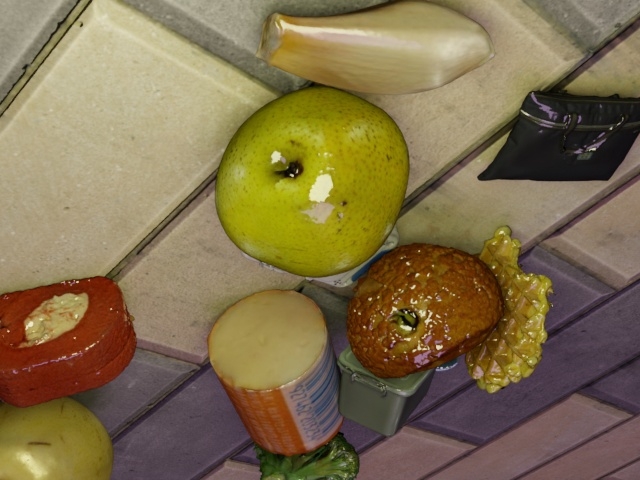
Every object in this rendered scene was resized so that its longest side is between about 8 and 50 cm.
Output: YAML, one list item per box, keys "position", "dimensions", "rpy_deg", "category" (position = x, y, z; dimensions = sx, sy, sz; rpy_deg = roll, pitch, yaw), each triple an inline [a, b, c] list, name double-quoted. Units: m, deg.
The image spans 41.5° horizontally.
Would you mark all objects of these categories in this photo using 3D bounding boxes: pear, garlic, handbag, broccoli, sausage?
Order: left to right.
- position: [-0.569, 0.448, 1.665]
  dimensions: [0.309, 0.309, 0.309]
  rpy_deg: [-9, 142, -7]
  category: "pear"
- position: [-0.074, 0.260, 1.646]
  dimensions: [0.233, 0.233, 0.287]
  rpy_deg: [-15, 141, 2]
  category: "sausage"
- position: [-0.050, 0.517, 1.944]
  dimensions: [0.269, 0.254, 0.269]
  rpy_deg: [-14, -173, 2]
  category: "broccoli"
- position: [-0.011, -0.083, 1.211]
  dimensions: [0.294, 0.294, 0.294]
  rpy_deg: [-9, 142, -7]
  category: "pear"
- position: [0.069, -0.262, 1.135]
  dimensions: [0.318, 0.112, 0.143]
  rpy_deg: [-5, 163, -14]
  category: "garlic"
- position: [0.407, -0.169, 1.380]
  dimensions: [0.254, 0.089, 0.211]
  rpy_deg: [-2, 146, -16]
  category: "handbag"

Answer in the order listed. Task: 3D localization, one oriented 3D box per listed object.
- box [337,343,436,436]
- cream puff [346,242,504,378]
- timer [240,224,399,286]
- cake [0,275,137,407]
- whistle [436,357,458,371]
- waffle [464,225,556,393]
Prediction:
- position: [0.136, 0.263, 1.653]
  dimensions: [0.163, 0.243, 0.135]
  rpy_deg: [22, 121, 21]
  category: "box"
- position: [0.172, 0.112, 1.495]
  dimensions: [0.303, 0.212, 0.303]
  rpy_deg: [-29, 178, -1]
  category: "cream puff"
- position: [0.000, 0.000, 1.470]
  dimensions: [0.253, 0.078, 0.178]
  rpy_deg: [18, 133, -36]
  category: "timer"
- position: [-0.464, 0.179, 1.468]
  dimensions: [0.282, 0.177, 0.151]
  rpy_deg: [-9, 142, -8]
  category: "cake"
- position: [0.197, 0.224, 1.801]
  dimensions: [0.269, 0.093, 0.180]
  rpy_deg: [-32, 114, 20]
  category: "whistle"
- position: [0.332, 0.130, 1.560]
  dimensions: [0.058, 0.301, 0.282]
  rpy_deg: [9, 140, -19]
  category: "waffle"
